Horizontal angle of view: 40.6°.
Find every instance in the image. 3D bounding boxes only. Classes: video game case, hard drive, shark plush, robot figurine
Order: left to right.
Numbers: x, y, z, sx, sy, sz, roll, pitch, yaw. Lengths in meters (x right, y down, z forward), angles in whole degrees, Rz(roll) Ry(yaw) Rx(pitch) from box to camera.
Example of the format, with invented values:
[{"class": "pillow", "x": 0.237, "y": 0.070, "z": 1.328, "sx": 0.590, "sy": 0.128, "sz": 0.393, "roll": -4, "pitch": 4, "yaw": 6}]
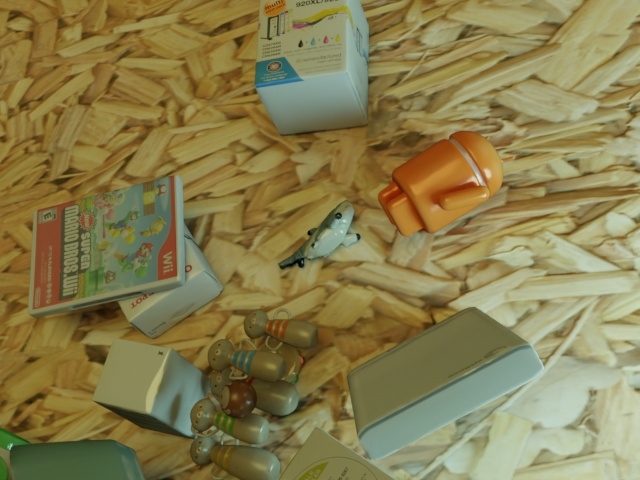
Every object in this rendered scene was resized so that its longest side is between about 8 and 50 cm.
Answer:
[{"class": "video game case", "x": -0.368, "y": 0.010, "z": 1.486, "sx": 0.285, "sy": 0.025, "sz": 0.204, "roll": -13, "pitch": 63, "yaw": 13}, {"class": "shark plush", "x": 0.000, "y": 0.000, "z": 1.492, "sx": 0.161, "sy": 0.073, "sz": 0.067, "roll": -48, "pitch": 39, "yaw": 14}, {"class": "hard drive", "x": 0.151, "y": 0.181, "z": 1.188, "sx": 0.233, "sy": 0.353, "sz": 0.047, "roll": -28, "pitch": 93, "yaw": 1}, {"class": "robot figurine", "x": 0.206, "y": -0.095, "z": 1.418, "sx": 0.219, "sy": 0.158, "sz": 0.128, "roll": -32, "pitch": 83, "yaw": -1}]

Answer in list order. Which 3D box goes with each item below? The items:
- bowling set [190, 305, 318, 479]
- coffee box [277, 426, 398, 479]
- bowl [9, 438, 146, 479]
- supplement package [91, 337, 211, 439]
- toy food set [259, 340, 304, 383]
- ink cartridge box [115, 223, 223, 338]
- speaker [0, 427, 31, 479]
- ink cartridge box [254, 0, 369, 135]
[{"class": "bowling set", "x": -0.131, "y": 0.218, "z": 1.311, "sx": 0.154, "sy": 0.200, "sz": 0.287, "roll": 11, "pitch": 74, "yaw": 23}, {"class": "coffee box", "x": 0.081, "y": 0.483, "z": 1.022, "sx": 0.334, "sy": 0.337, "sz": 0.338, "roll": 25, "pitch": 74, "yaw": 38}, {"class": "bowl", "x": -0.317, "y": 0.416, "z": 1.252, "sx": 0.163, "sy": 0.311, "sz": 0.311, "roll": -19, "pitch": 59, "yaw": -16}, {"class": "supplement package", "x": -0.258, "y": 0.236, "z": 1.361, "sx": 0.105, "sy": 0.179, "sz": 0.105, "roll": 8, "pitch": 67, "yaw": 19}, {"class": "toy food set", "x": -0.069, "y": 0.203, "z": 1.414, "sx": 0.082, "sy": 0.020, "sz": 0.083, "roll": -33, "pitch": 60, "yaw": -1}, {"class": "ink cartridge box", "x": -0.296, "y": 0.036, "z": 1.519, "sx": 0.160, "sy": 0.092, "sz": 0.219, "roll": -35, "pitch": 60, "yaw": -2}, {"class": "speaker", "x": -0.589, "y": 0.440, "z": 1.389, "sx": 0.131, "sy": 0.131, "sz": 0.296, "roll": 18, "pitch": 71, "yaw": 23}, {"class": "ink cartridge box", "x": -0.012, "y": -0.340, "z": 1.576, "sx": 0.171, "sy": 0.168, "sz": 0.232, "roll": -6, "pitch": 63, "yaw": 14}]
